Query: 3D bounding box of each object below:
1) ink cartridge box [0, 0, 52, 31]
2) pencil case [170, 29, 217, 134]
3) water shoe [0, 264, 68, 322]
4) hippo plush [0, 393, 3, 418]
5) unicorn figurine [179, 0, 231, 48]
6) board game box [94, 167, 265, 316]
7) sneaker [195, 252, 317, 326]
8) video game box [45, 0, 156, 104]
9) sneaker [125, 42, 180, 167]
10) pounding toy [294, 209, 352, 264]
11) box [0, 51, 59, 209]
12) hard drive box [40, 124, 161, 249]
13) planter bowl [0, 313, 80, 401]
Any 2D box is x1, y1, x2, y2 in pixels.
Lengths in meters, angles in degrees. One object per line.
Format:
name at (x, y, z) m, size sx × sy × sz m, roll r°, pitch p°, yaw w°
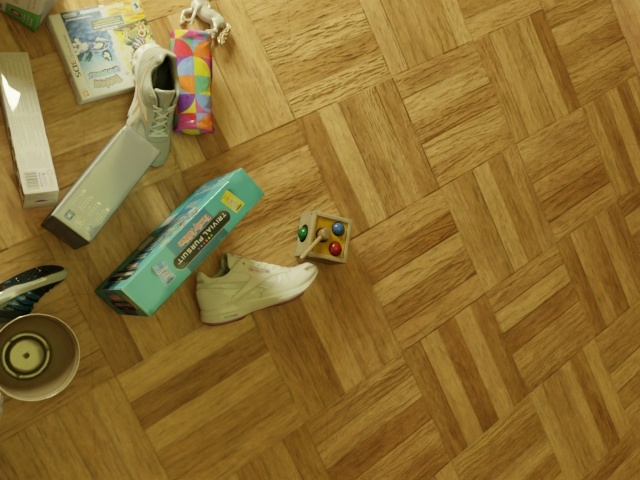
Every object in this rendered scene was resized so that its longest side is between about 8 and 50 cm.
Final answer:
ink cartridge box at (-0.636, -0.558, 1.301) m, size 0.289 × 0.211 × 0.122 m, roll 32°, pitch 72°, yaw -22°
pencil case at (-0.285, -0.354, 1.531) m, size 0.104 × 0.104 × 0.237 m, roll 0°, pitch 90°, yaw -29°
water shoe at (-0.592, 0.116, 1.351) m, size 0.203 × 0.073 × 0.080 m, roll -26°, pitch 119°, yaw -24°
hippo plush at (-0.642, 0.371, 1.220) m, size 0.234 × 0.294 × 0.237 m, roll 35°, pitch 47°, yaw -22°
unicorn figurine at (-0.272, -0.531, 1.592) m, size 0.162 × 0.060 × 0.111 m, roll 47°, pitch 64°, yaw -35°
board game box at (-0.293, 0.008, 1.411) m, size 0.079 × 0.253 × 0.336 m, roll 48°, pitch 66°, yaw -17°
sneaker at (-0.142, 0.086, 1.565) m, size 0.305 × 0.114 × 0.152 m, roll -18°, pitch 95°, yaw -29°
video game box at (-0.457, -0.410, 1.479) m, size 0.205 × 0.048 × 0.187 m, roll -24°, pitch 100°, yaw -29°
sneaker at (-0.349, -0.282, 1.456) m, size 0.099 × 0.121 × 0.263 m, roll -9°, pitch 109°, yaw -33°
pounding toy at (0.000, 0.000, 1.660) m, size 0.141 × 0.100 × 0.130 m, roll 14°, pitch 78°, yaw -27°
box at (-0.571, -0.216, 1.325) m, size 0.067 × 0.063 × 0.324 m, roll -10°, pitch 69°, yaw -30°
hard drive box at (-0.445, -0.104, 1.379) m, size 0.089 × 0.181 × 0.232 m, roll 40°, pitch 69°, yaw -20°
planter bowl at (-0.560, 0.224, 1.323) m, size 0.162 × 0.109 × 0.162 m, roll 5°, pitch 80°, yaw -32°
